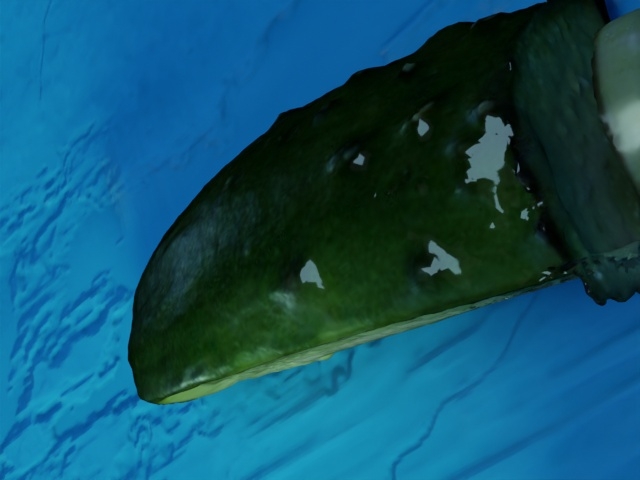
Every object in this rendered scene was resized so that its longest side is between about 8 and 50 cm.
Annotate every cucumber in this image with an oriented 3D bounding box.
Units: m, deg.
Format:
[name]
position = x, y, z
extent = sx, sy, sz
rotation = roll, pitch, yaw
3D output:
[cucumber]
position = -0.002, -0.002, 0.665
extent = 0.325, 0.105, 0.145
rotation = -24, 70, 47

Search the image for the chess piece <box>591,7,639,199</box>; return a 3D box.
[chess piece]
position = 0.195, -0.073, 0.479
extent = 0.200, 0.090, 0.090
rotation = -25, 68, 31
